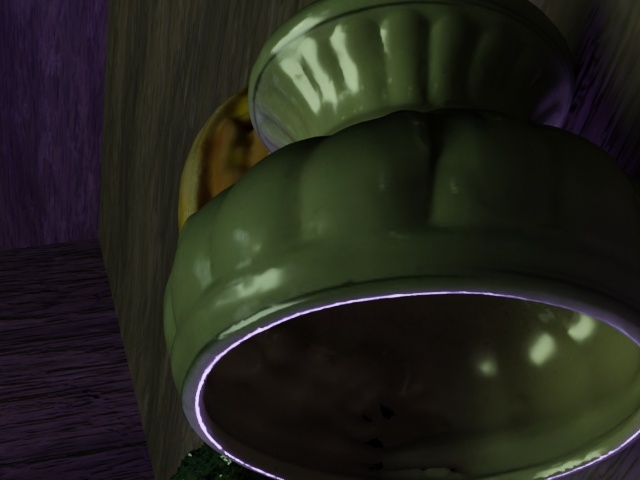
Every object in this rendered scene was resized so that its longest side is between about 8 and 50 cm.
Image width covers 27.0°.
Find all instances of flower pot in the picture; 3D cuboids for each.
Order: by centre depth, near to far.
[{"bbox_3d":[0.059,-0.001,0.814,0.307,0.308,0.244,107,166,-55],"label":"flower pot"}]

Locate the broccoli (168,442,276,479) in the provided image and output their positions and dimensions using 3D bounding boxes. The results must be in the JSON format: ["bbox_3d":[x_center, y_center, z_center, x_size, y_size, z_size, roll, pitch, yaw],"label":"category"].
[{"bbox_3d":[-0.025,0.293,1.261,0.283,0.304,0.321,26,108,19],"label":"broccoli"}]

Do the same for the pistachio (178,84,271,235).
[{"bbox_3d":[0.000,0.000,1.123,0.230,0.230,0.308,132,133,-68],"label":"pistachio"}]
